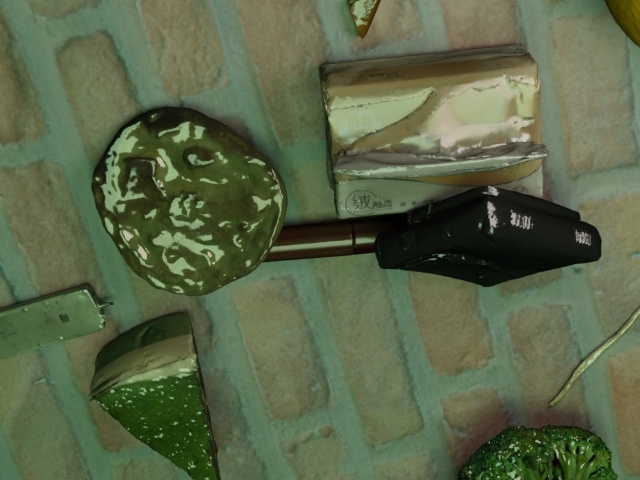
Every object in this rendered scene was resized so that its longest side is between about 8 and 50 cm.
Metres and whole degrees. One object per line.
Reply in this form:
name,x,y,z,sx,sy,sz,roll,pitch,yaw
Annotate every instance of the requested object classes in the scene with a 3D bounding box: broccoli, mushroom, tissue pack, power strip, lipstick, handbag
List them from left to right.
power strip,-0.436,0.127,1.934,0.227,0.029,0.079,-16,113,6
lipstick,0.000,0.000,1.871,0.357,0.057,0.057,-5,116,2
tissue pack,0.159,-0.139,1.717,0.306,0.238,0.238,-5,116,1
handbag,0.243,0.002,1.765,0.275,0.088,0.244,9,159,-42
broccoli,0.357,0.439,1.989,0.308,0.275,0.307,-6,103,-26
mushroom,0.467,0.172,1.990,0.028,0.026,0.286,34,113,0

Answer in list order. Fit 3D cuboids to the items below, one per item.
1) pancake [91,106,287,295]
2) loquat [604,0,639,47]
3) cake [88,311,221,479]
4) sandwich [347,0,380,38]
pancake,-0.200,-0.057,1.812,0.295,0.049,0.294,2,104,7
loquat,0.539,-0.365,1.563,0.359,0.328,0.328,41,109,3
cake,-0.204,0.255,1.933,0.172,0.158,0.283,-39,112,14
sandwich,0.059,-0.330,1.727,0.044,0.031,0.083,17,112,-14
